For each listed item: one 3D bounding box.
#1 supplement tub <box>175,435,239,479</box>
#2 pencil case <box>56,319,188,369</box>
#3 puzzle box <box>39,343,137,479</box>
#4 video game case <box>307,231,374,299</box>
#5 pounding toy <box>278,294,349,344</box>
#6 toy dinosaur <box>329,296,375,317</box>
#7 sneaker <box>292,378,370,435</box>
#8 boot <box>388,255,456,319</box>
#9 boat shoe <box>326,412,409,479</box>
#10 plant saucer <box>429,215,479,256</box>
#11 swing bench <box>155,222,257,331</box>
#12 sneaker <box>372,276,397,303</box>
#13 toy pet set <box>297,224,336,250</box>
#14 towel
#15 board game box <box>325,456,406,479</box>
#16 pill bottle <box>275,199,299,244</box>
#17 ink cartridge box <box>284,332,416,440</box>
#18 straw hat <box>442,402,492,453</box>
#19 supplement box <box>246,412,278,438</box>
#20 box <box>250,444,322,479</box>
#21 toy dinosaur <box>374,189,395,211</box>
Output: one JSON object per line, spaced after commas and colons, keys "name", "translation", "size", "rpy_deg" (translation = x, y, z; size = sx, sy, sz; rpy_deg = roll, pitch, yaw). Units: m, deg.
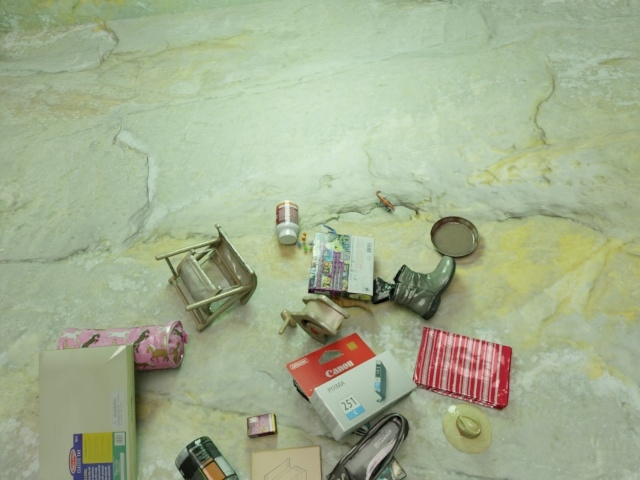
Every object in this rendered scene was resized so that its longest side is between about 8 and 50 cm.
{"name": "supplement tub", "translation": [-0.304, 0.650, 1.365], "size": [0.117, 0.117, 0.190], "rpy_deg": [-39, 61, -16]}
{"name": "pencil case", "translation": [-0.627, 0.342, 1.576], "size": [0.386, 0.160, 0.167], "rpy_deg": [-5, 41, 4]}
{"name": "puzzle box", "translation": [-0.678, 0.516, 1.440], "size": [0.272, 0.052, 0.408], "rpy_deg": [-4, 83, 4]}
{"name": "video game case", "translation": [0.073, 0.082, 1.650], "size": [0.210, 0.042, 0.232], "rpy_deg": [6, 54, -1]}
{"name": "pounding toy", "translation": [-0.025, 0.274, 1.532], "size": [0.154, 0.269, 0.155], "rpy_deg": [44, 67, -14]}
{"name": "toy dinosaur", "translation": [0.091, 0.196, 1.644], "size": [0.211, 0.064, 0.112], "rpy_deg": [2, 72, 21]}
{"name": "sneaker", "translation": [0.042, 0.457, 1.454], "size": [0.275, 0.107, 0.110], "rpy_deg": [37, 57, 25]}
{"name": "boot", "translation": [0.330, 0.120, 1.600], "size": [0.161, 0.083, 0.246], "rpy_deg": [33, 66, -5]}
{"name": "boat shoe", "translation": [0.114, 0.594, 1.323], "size": [0.112, 0.095, 0.335], "rpy_deg": [36, 69, 26]}
{"name": "plant saucer", "translation": [0.467, -0.011, 1.733], "size": [0.168, 0.029, 0.168], "rpy_deg": [-3, 58, 5]}
{"name": "swing bench", "translation": [-0.377, 0.121, 1.688], "size": [0.255, 0.165, 0.253], "rpy_deg": [-30, 58, -17]}
{"name": "sneaker", "translation": [0.213, 0.153, 1.649], "size": [0.170, 0.051, 0.089], "rpy_deg": [-20, 62, -2]}
{"name": "toy pet set", "translation": [0.000, 0.000, 1.785], "size": [0.122, 0.065, 0.114], "rpy_deg": [34, 103, 28]}
{"name": "towel", "translation": [0.429, 0.378, 1.490], "size": [0.275, 0.031, 0.199], "rpy_deg": [12, 59, 15]}
{"name": "board game box", "translation": [0.126, 0.648, 1.361], "size": [0.186, 0.026, 0.126], "rpy_deg": [-33, 59, -13]}
{"name": "pill bottle", "translation": [-0.121, -0.066, 1.813], "size": [0.086, 0.086, 0.152], "rpy_deg": [-6, 57, 4]}
{"name": "ink cartridge box", "translation": [0.089, 0.391, 1.430], "size": [0.296, 0.066, 0.261], "rpy_deg": [-16, 53, -38]}
{"name": "straw hat", "translation": [0.416, 0.517, 1.385], "size": [0.144, 0.061, 0.144], "rpy_deg": [-4, 58, 6]}
{"name": "supplement box", "translation": [-0.172, 0.545, 1.456], "size": [0.083, 0.043, 0.055], "rpy_deg": [-10, 57, 0]}
{"name": "box", "translation": [-0.095, 0.668, 1.382], "size": [0.201, 0.021, 0.164], "rpy_deg": [-6, 57, 3]}
{"name": "toy dinosaur", "translation": [0.238, -0.150, 1.828], "size": [0.082, 0.090, 0.047], "rpy_deg": [45, 80, -17]}
